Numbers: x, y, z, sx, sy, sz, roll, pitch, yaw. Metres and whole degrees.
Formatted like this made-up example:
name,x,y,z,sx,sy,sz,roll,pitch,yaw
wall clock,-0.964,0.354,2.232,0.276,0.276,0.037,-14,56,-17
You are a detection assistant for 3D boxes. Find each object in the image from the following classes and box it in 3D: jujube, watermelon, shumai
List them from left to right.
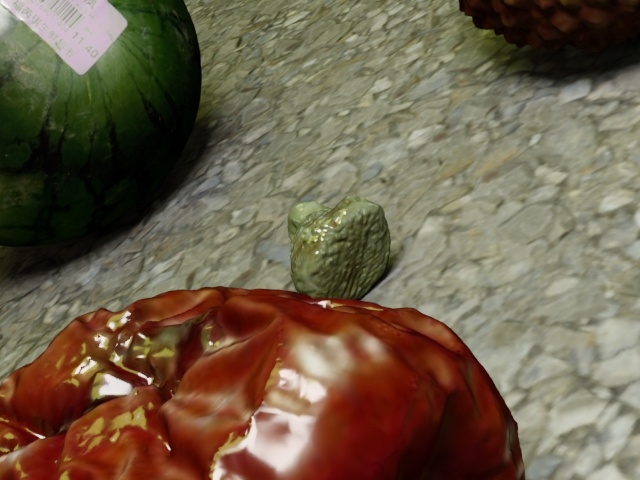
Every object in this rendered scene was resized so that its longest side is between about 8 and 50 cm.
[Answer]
name,x,y,z,sx,sy,sz,roll,pitch,yaw
watermelon,-0.281,-0.157,1.083,0.363,0.363,0.363,-26,27,15
jujube,-0.035,0.119,0.504,0.232,0.213,0.213,-1,41,40
shumai,0.000,0.000,0.784,0.082,0.083,0.080,-7,29,-42

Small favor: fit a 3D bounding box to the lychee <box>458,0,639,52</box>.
name,x,y,z,sx,sy,sz,roll,pitch,yaw
lychee,0.191,-0.278,0.844,0.275,0.275,0.304,-22,57,21
